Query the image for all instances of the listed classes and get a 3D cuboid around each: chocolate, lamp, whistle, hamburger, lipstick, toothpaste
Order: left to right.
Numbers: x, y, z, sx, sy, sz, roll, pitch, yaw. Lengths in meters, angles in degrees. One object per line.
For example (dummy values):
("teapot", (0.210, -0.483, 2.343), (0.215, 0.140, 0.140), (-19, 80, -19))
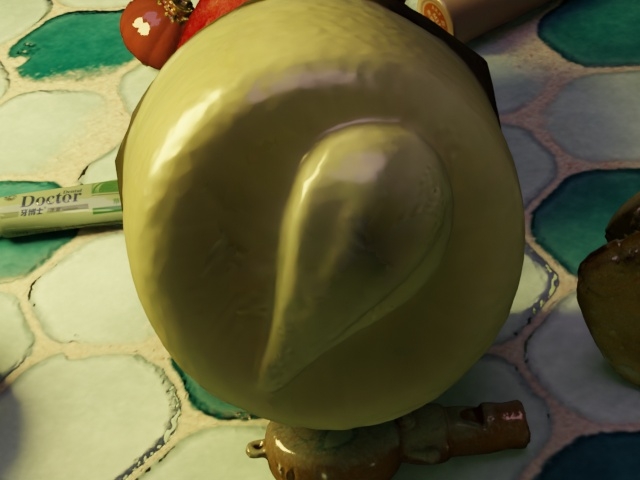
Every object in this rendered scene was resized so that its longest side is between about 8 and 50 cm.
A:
("toothpaste", (-0.233, -0.033, 1.400), (0.218, 0.041, 0.064), (-8, 52, -2))
("lamp", (-0.173, -0.232, 1.583), (0.101, 0.090, 0.101), (20, 38, -17))
("chocolate", (0.000, 0.000, 1.055), (0.314, 0.326, 0.297), (-8, 28, 0))
("whistle", (0.052, 0.155, 1.105), (0.220, 0.057, 0.107), (-7, 26, -3))
("lipstick", (0.229, -0.291, 1.583), (0.254, 0.070, 0.070), (-28, 43, -20))
("hamburger", (0.297, 0.031, 1.122), (0.185, 0.159, 0.131), (-1, 33, 41))

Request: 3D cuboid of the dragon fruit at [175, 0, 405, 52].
("dragon fruit", (-0.028, -0.160, 1.340), (0.250, 0.315, 0.250), (8, -1, 0))
